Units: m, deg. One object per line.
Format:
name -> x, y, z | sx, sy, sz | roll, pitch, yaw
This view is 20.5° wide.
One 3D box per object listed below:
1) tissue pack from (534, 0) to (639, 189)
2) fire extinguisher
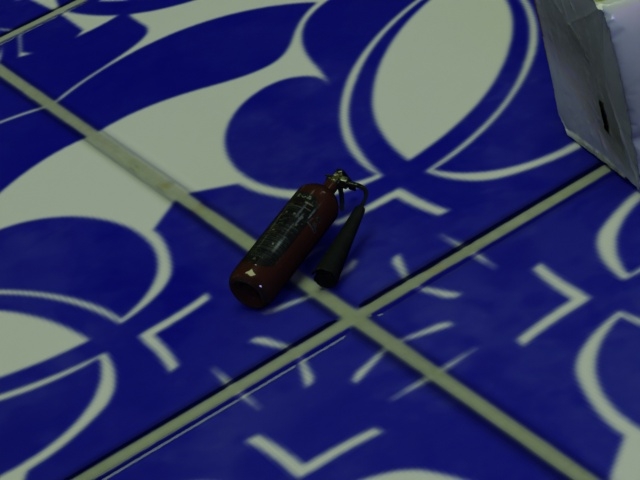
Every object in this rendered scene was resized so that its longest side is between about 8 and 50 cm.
tissue pack -> 0.191, -0.111, 0.872 | 0.149, 0.106, 0.099 | -23, 30, -9
fire extinguisher -> -0.001, -0.005, 0.874 | 0.046, 0.032, 0.100 | -2, 39, 44
